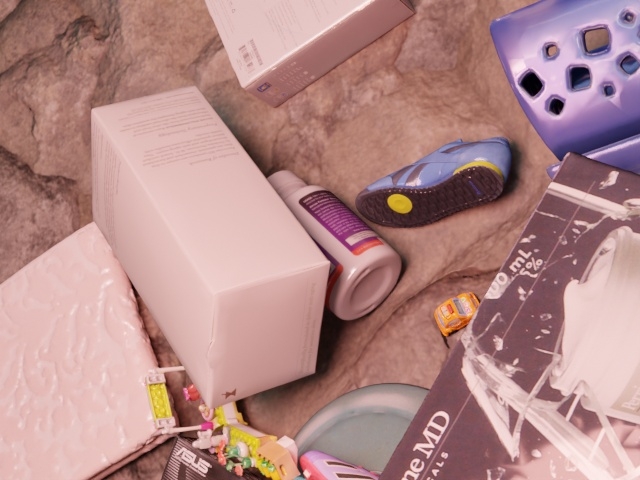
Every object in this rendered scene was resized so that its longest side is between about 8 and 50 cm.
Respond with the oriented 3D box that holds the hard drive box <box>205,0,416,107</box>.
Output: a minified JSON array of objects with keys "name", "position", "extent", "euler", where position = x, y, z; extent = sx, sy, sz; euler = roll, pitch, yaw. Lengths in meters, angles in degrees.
[{"name":"hard drive box","position":[-0.020,-0.316,1.803],"extent":[0.232,0.089,0.181],"euler":[-32,64,19]}]

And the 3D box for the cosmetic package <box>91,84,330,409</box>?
[{"name":"cosmetic package","position":[-0.146,0.000,1.671],"extent":[0.365,0.155,0.197],"euler":[52,147,37]}]

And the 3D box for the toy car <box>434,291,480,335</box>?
[{"name":"toy car","position":[0.162,0.121,1.617],"extent":[0.060,0.040,0.122],"euler":[-15,70,25]}]

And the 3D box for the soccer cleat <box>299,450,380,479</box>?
[{"name":"soccer cleat","position":[0.079,0.306,1.555],"extent":[0.095,0.083,0.248],"euler":[-39,51,-21]}]

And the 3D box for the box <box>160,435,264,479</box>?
[{"name":"box","position":[-0.137,0.361,1.691],"extent":[0.190,0.045,0.184],"euler":[25,97,41]}]

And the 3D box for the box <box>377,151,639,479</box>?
[{"name":"box","position":[0.353,0.239,1.262],"extent":[0.471,0.297,0.480],"euler":[24,80,42]}]

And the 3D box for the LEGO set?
[{"name":"LEGO set","position":[-0.134,0.213,1.680],"extent":[0.287,0.107,0.132],"euler":[59,140,40]}]

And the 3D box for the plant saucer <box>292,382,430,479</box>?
[{"name":"plant saucer","position":[0.069,0.322,1.615],"extent":[0.317,0.043,0.318],"euler":[-8,73,26]}]

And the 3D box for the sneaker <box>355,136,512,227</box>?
[{"name":"sneaker","position":[0.140,-0.074,1.676],"extent":[0.209,0.069,0.082],"euler":[-17,36,33]}]

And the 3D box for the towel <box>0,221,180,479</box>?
[{"name":"towel","position":[-0.362,0.187,1.879],"extent":[0.317,0.053,0.332],"euler":[-33,63,18]}]

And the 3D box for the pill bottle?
[{"name":"pill bottle","position":[0.000,0.000,1.698],"extent":[0.193,0.108,0.108],"euler":[44,99,30]}]

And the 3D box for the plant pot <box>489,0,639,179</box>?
[{"name":"plant pot","position":[0.345,-0.155,1.487],"extent":[0.236,0.236,0.212],"euler":[-20,75,22]}]
